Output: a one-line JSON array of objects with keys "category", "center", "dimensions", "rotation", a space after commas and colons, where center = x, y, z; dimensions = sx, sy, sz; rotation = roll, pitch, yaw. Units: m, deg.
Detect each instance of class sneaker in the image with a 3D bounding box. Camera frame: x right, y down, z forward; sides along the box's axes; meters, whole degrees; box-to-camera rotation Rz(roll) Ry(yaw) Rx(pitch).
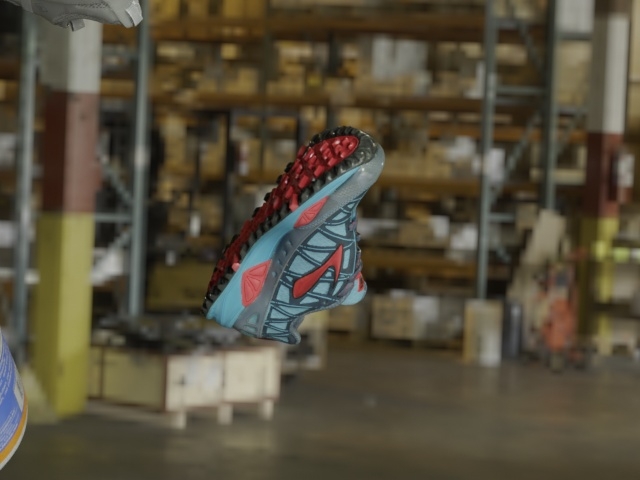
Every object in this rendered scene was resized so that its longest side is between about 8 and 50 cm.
[{"category": "sneaker", "center": [-0.285, -0.257, 1.908], "dimensions": [0.105, 0.115, 0.281], "rotation": [-42, 32, -23]}, {"category": "sneaker", "center": [0.000, 0.000, 1.730], "dimensions": [0.125, 0.104, 0.262], "rotation": [29, -49, -14]}]

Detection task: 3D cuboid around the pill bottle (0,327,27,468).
[{"category": "pill bottle", "center": [-0.335, 0.083, 1.516], "dimensions": [0.152, 0.152, 0.272], "rotation": [3, -34, 8]}]
